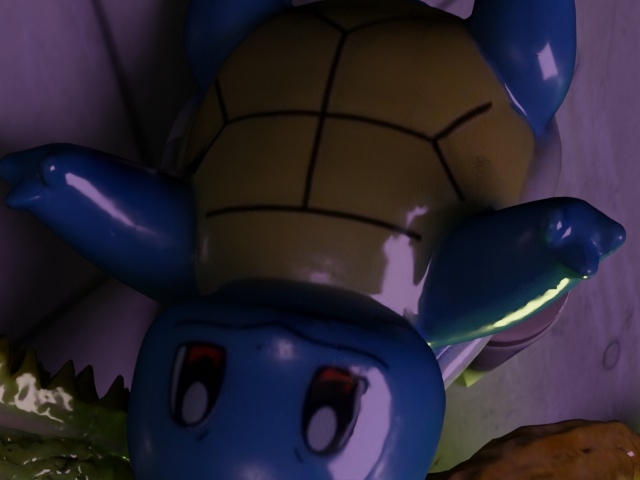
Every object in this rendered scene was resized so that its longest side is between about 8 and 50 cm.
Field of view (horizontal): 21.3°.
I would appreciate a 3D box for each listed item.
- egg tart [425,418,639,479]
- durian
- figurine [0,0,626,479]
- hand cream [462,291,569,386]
[{"bbox_3d":[0.071,0.300,1.102,0.443,0.178,0.443,-25,129,-36],"label":"egg tart"},{"bbox_3d":[-0.134,0.131,0.875,0.132,0.107,0.375,-45,130,-23],"label":"durian"},{"bbox_3d":[0.006,-0.036,0.877,0.416,0.298,0.243,-68,167,-52],"label":"figurine"},{"bbox_3d":[0.120,0.028,1.121,0.248,0.083,0.133,61,51,-81],"label":"hand cream"}]
